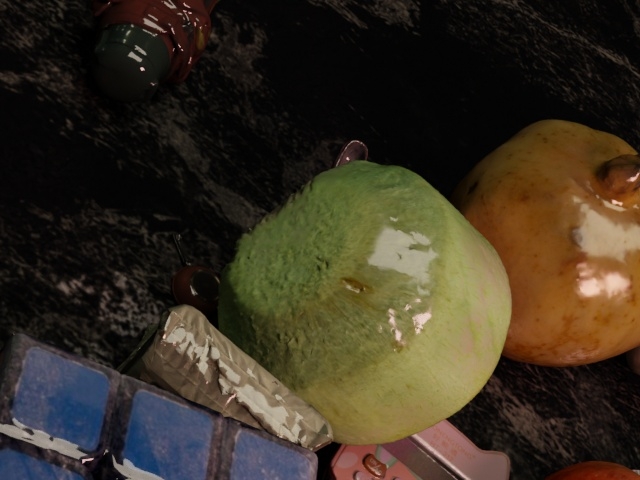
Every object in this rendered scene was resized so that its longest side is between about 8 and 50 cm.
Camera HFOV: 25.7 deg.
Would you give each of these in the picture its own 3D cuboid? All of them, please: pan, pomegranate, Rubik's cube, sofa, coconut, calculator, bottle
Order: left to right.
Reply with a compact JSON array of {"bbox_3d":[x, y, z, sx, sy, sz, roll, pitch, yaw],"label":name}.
[{"bbox_3d":[-0.208,0.312,1.176,0.301,0.304,0.305,26,48,-20],"label":"Rubik's cube"},{"bbox_3d":[-0.208,-0.285,1.748,0.156,0.143,0.271,32,46,-12],"label":"bottle"},{"bbox_3d":[-0.147,0.036,1.634,0.068,0.023,0.115,-5,62,-39],"label":"pan"},{"bbox_3d":[-0.102,0.158,1.431,0.210,0.225,0.176,40,47,-2],"label":"sofa"},{"bbox_3d":[0.054,0.076,1.551,0.281,0.328,0.328,23,29,37],"label":"coconut"},{"bbox_3d":[0.091,0.317,1.589,0.220,0.048,0.330,41,45,-6],"label":"calculator"},{"bbox_3d":[0.320,-0.005,1.795,0.342,0.342,0.342,20,48,-24],"label":"pomegranate"}]

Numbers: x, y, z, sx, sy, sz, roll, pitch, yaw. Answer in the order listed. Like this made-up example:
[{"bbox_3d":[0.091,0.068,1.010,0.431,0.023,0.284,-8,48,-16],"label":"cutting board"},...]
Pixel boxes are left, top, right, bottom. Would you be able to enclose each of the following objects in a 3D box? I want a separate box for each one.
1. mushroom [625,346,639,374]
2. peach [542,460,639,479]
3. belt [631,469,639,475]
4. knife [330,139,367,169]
[{"bbox_3d":[0.516,0.192,1.923,0.207,0.207,0.215,18,80,-26],"label":"mushroom"},{"bbox_3d":[0.291,0.378,1.580,0.232,0.256,0.232,55,-1,2],"label":"peach"},{"bbox_3d":[0.461,0.344,1.776,0.230,0.139,0.126,1,59,-35],"label":"belt"},{"bbox_3d":[-0.001,0.000,1.732,0.123,0.053,0.278,26,65,-24],"label":"knife"}]
